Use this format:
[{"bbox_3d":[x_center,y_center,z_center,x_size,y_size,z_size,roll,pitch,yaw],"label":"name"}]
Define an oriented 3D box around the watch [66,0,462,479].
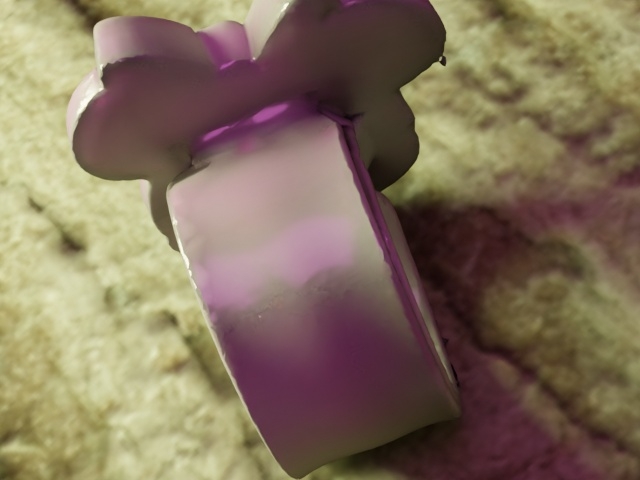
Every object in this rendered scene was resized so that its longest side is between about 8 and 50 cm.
[{"bbox_3d":[0.000,0.000,1.024,0.211,0.248,0.217,-22,62,3],"label":"watch"}]
